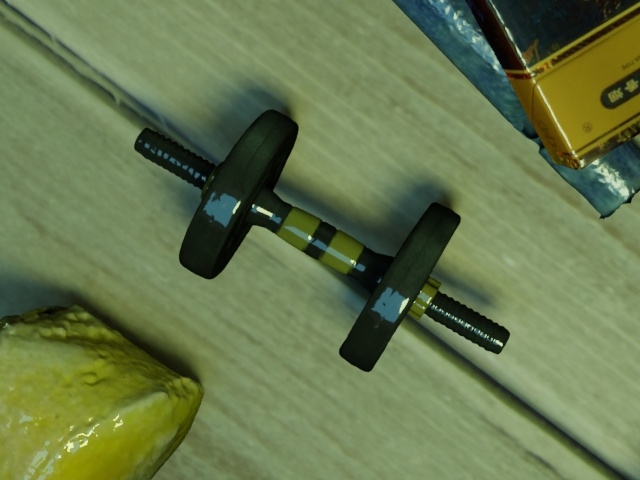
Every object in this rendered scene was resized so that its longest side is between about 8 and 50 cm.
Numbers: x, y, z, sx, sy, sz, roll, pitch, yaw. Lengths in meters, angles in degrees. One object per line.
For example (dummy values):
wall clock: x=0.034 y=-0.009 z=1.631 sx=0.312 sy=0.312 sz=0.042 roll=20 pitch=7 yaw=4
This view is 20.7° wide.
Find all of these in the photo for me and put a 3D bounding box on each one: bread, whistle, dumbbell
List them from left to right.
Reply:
bread: x=-0.208 y=0.148 z=1.464 sx=0.170 sy=0.197 sz=0.197 roll=44 pitch=117 yaw=9
dumbbell: x=0.000 y=0.000 z=1.354 sx=0.325 sy=0.143 sz=0.143 roll=30 pitch=117 yaw=4
whistle: x=0.126 y=-0.143 z=1.304 sx=0.304 sy=0.062 sz=0.062 roll=46 pitch=117 yaw=-4

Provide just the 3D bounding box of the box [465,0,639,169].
box: x=0.181 y=-0.189 z=1.232 sx=0.152 sy=0.070 sz=0.237 roll=-31 pitch=99 yaw=-6
